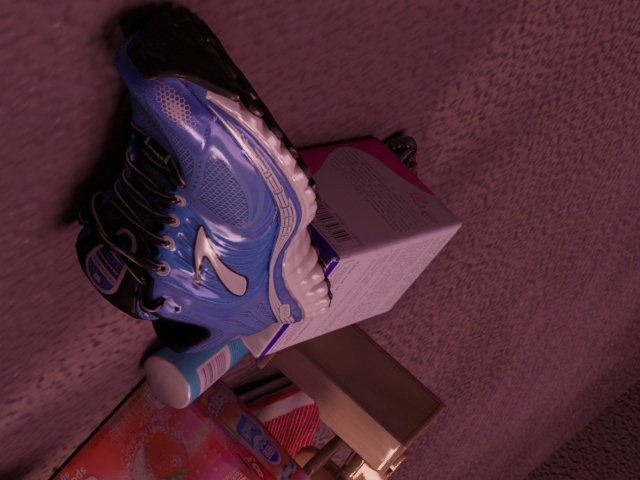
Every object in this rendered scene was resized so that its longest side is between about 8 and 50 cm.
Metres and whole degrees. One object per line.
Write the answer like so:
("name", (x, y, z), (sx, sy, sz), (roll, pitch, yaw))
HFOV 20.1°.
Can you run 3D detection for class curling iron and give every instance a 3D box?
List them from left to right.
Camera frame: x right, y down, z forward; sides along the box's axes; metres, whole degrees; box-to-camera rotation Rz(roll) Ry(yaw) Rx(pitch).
("curling iron", (0.062, -0.021, 1.666), (0.068, 0.035, 0.274), (-36, 161, -12))

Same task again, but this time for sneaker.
("sneaker", (-0.085, -0.014, 1.168), (0.147, 0.130, 0.330), (-29, 149, -10))

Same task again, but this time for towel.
("towel", (-0.085, 0.295, 1.890), (0.237, 0.037, 0.329), (-17, 129, -63))

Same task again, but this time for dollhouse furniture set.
("dollhouse furniture set", (-0.019, 0.203, 1.776), (0.242, 0.161, 0.212), (-54, 170, 33))

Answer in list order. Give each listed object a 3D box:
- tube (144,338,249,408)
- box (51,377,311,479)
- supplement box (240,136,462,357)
("tube", (-0.066, 0.072, 1.580), (0.207, 0.052, 0.080), (-37, 167, -39))
("box", (-0.174, 0.270, 1.632), (0.300, 0.142, 0.154), (-46, 162, 8))
("supplement box", (0.000, 0.000, 1.441), (0.114, 0.111, 0.220), (-52, 161, 27))
